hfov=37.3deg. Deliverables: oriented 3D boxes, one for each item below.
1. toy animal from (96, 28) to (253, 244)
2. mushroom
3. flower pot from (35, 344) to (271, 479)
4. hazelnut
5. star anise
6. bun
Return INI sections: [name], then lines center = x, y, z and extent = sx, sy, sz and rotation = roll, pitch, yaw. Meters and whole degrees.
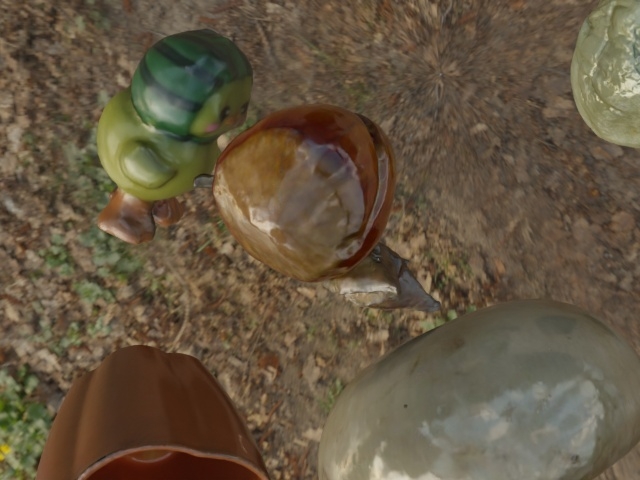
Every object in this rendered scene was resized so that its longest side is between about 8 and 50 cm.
[toy animal]
center = -0.241, -0.178, 1.474
extent = 0.191, 0.216, 0.338
rotation = 37, 117, 9
[mushroom]
center = 0.182, 0.226, 0.996
extent = 0.362, 0.362, 0.294
rotation = -29, 79, 11
[flower pot]
center = -0.131, 0.179, 0.745
extent = 0.191, 0.173, 0.190
rotation = -6, 120, -10
[hazelnut]
center = -0.008, -0.042, 0.922
extent = 0.182, 0.182, 0.182
rotation = 1, 100, 7
[star anise]
center = 0.000, 0.002, 1.268
extent = 0.350, 0.292, 0.109
rotation = 26, 79, 44
[bun]
center = 0.364, -0.221, 1.100
extent = 0.134, 0.220, 0.220
rotation = 11, 101, 12
